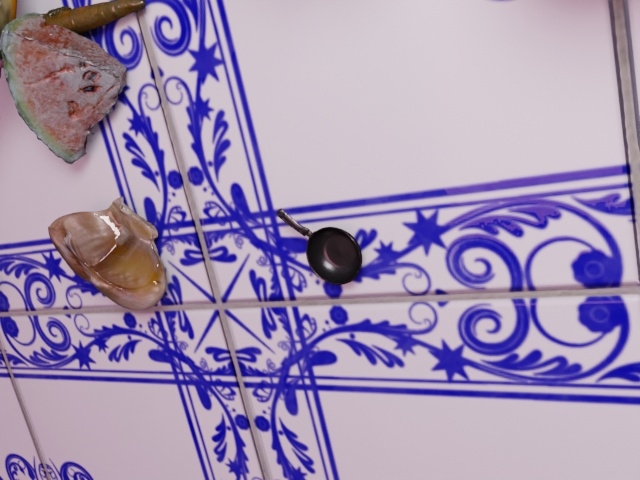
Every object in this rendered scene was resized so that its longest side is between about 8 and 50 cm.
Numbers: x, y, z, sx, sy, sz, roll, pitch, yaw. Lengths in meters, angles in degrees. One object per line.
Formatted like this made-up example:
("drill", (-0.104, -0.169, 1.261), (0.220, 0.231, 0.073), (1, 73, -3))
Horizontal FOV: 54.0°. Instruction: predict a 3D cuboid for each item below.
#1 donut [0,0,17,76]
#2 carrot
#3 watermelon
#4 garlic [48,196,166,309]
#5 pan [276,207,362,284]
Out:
("donut", (-0.505, -0.335, 0.757), (0.371, 0.150, 0.307), (39, 117, 25))
("carrot", (-0.312, -0.265, 0.769), (0.254, 0.049, 0.049), (-3, 106, 26))
("watermelon", (-0.302, -0.194, 0.780), (0.139, 0.071, 0.187), (-6, 130, 5))
("garlic", (-0.279, 0.023, 0.826), (0.174, 0.099, 0.124), (42, 136, 8))
("pan", (0.000, 0.000, 0.705), (0.115, 0.023, 0.068), (41, 122, 7))
